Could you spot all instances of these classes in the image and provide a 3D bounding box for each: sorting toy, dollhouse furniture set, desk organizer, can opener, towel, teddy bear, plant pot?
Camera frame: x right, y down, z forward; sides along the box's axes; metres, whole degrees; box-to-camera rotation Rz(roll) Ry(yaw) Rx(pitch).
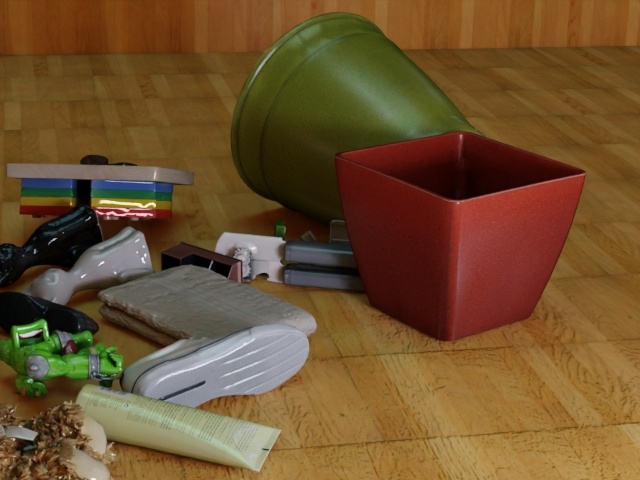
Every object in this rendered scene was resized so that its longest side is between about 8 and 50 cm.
[{"bbox_3d":[-0.367,-0.080,2.355,0.255,0.089,0.257,2,1,9],"label":"sorting toy"},{"bbox_3d":[0.000,0.000,2.254,0.151,0.076,0.058,4,7,-3],"label":"dollhouse furniture set"},{"bbox_3d":[-0.185,0.044,2.161,0.130,0.047,0.050,16,26,35],"label":"desk organizer"},{"bbox_3d":[-0.031,0.029,2.175,0.280,0.074,0.093,6,19,12],"label":"can opener"},{"bbox_3d":[-0.168,0.107,1.987,0.282,0.049,0.187,20,28,40],"label":"towel"},{"bbox_3d":[-0.387,0.244,1.531,0.338,0.113,0.245,0,25,-28],"label":"teddy bear"},{"bbox_3d":[0.196,-0.002,2.042,0.267,0.236,0.267,-12,24,-36],"label":"plant pot"},{"bbox_3d":[0.097,-0.151,2.360,0.366,0.367,0.353,-14,37,-37],"label":"plant pot"}]

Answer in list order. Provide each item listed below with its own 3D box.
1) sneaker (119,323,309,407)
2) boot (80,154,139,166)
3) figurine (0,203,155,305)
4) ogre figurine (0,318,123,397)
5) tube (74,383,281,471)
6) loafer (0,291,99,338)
[{"bbox_3d":[-0.137,0.153,1.788,0.258,0.094,0.091,-12,28,-33],"label":"sneaker"},{"bbox_3d":[-0.408,-0.145,2.696,0.106,0.037,0.114,-2,15,-16],"label":"boot"},{"bbox_3d":[-0.394,0.039,2.123,0.209,0.092,0.215,-25,32,-36],"label":"figurine"},{"bbox_3d":[-0.342,0.148,1.785,0.118,0.097,0.197,0,25,-32],"label":"ogre figurine"},{"bbox_3d":[-0.174,0.225,1.651,0.240,0.070,0.062,10,-23,10],"label":"tube"},{"bbox_3d":[-0.389,0.112,1.956,0.170,0.062,0.061,17,2,28],"label":"loafer"}]
